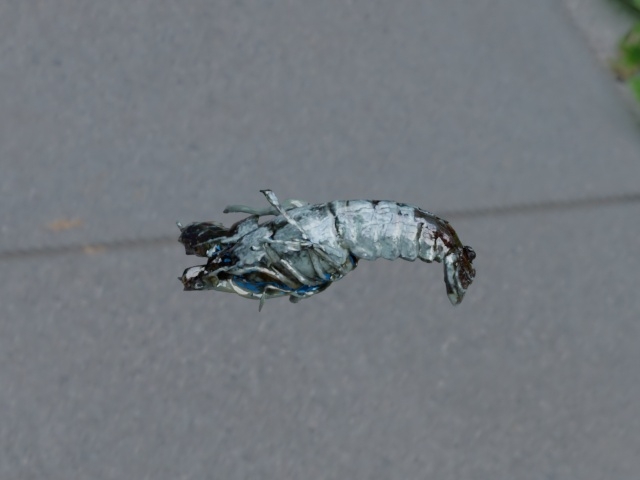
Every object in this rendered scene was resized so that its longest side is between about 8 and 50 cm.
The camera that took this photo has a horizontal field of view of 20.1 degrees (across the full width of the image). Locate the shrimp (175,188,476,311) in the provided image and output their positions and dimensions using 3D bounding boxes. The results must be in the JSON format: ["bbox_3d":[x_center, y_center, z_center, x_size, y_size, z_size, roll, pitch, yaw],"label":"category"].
[{"bbox_3d":[0.001,-0.004,1.024,0.174,0.076,0.082,0,36,4],"label":"shrimp"}]
